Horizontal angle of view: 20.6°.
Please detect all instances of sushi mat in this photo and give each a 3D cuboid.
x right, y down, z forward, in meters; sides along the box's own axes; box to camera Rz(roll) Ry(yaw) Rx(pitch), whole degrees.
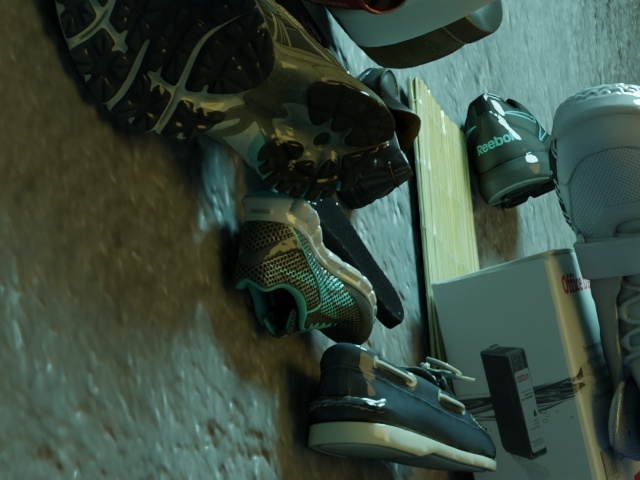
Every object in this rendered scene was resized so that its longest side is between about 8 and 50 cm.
[{"bbox_3d":[0.120,0.014,1.622,0.151,0.019,0.317,45,37,-58],"label":"sushi mat"}]

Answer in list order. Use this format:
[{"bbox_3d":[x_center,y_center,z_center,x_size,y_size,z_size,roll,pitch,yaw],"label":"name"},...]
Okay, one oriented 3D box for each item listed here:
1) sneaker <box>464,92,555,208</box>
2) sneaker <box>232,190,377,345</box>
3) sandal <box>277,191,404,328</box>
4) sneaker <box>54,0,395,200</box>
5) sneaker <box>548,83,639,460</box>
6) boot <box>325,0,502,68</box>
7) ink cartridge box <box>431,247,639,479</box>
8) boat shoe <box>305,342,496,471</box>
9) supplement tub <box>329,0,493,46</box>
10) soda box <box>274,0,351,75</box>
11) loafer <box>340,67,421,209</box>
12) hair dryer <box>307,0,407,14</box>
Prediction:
[{"bbox_3d":[0.210,-0.097,1.829,0.106,0.101,0.267,66,12,7],"label":"sneaker"},{"bbox_3d":[-0.016,0.038,1.190,0.166,0.065,0.076,50,49,-47],"label":"sneaker"},{"bbox_3d":[0.000,0.000,1.253,0.179,0.040,0.067,55,18,-27],"label":"sandal"},{"bbox_3d":[-0.077,-0.122,1.079,0.283,0.110,0.122,37,12,-48],"label":"sneaker"},{"bbox_3d":[0.290,0.050,1.491,0.210,0.137,0.366,-87,157,-46],"label":"sneaker"},{"bbox_3d":[0.008,-0.258,1.397,0.305,0.115,0.112,49,39,-19],"label":"boot"},{"bbox_3d":[0.203,0.150,1.564,0.197,0.114,0.273,-3,81,-70],"label":"ink cartridge box"},{"bbox_3d":[0.064,0.126,1.290,0.254,0.095,0.079,21,69,-57],"label":"boat shoe"},{"bbox_3d":[0.028,-0.323,1.184,0.331,0.241,0.241,58,25,-19],"label":"supplement tub"},{"bbox_3d":[-0.031,-0.131,1.233,0.169,0.060,0.053,52,30,-48],"label":"soda box"},{"bbox_3d":[0.055,-0.089,1.445,0.170,0.061,0.062,-81,150,-49],"label":"loafer"},{"bbox_3d":[-0.069,-0.205,0.982,0.080,0.293,0.223,-60,166,13],"label":"hair dryer"}]
